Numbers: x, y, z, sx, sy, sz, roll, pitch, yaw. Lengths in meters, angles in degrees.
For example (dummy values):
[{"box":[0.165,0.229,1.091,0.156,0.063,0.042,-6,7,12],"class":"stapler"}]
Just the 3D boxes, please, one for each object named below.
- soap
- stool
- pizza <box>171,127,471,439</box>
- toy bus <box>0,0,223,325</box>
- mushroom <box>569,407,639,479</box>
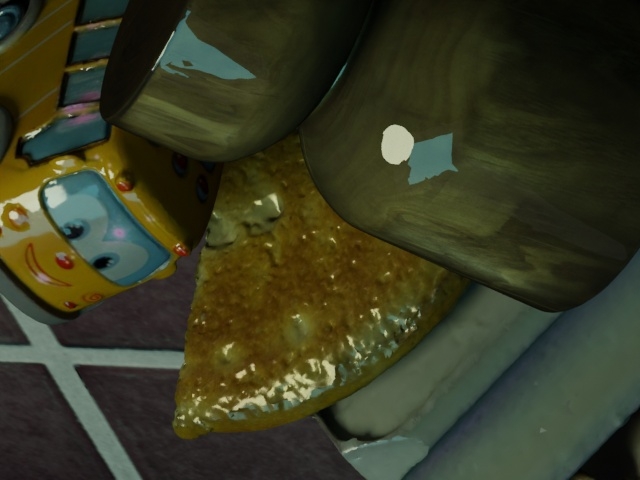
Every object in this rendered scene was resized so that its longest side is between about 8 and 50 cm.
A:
[{"box":[0.105,0.026,1.190,0.302,0.258,0.159,-44,125,2],"class":"soap"},{"box":[0.043,-0.091,0.934,0.264,0.179,0.179,23,143,-17],"class":"stool"},{"box":[0.000,0.000,1.109,0.292,0.197,0.058,-47,150,8],"class":"pizza"},{"box":[-0.123,-0.064,1.031,0.136,0.209,0.126,-17,133,24],"class":"toy bus"},{"box":[0.238,0.154,1.248,0.236,0.173,0.162,11,-170,-25],"class":"mushroom"}]
